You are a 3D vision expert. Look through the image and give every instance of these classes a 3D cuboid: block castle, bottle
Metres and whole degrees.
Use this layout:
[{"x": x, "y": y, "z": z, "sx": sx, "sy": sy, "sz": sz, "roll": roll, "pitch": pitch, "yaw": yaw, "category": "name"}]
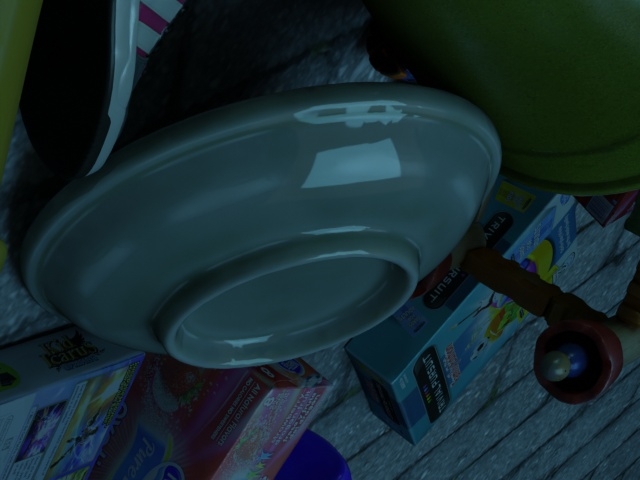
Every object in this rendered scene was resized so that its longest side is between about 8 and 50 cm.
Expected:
[{"x": 0.249, "y": -0.099, "z": 1.859, "sx": 0.213, "sy": 0.303, "sz": 0.453, "roll": -15, "pitch": 132, "yaw": -58, "category": "block castle"}, {"x": -0.027, "y": 0.334, "z": 2.242, "sx": 0.092, "sy": 0.118, "sz": 0.283, "roll": -41, "pitch": 155, "yaw": -28, "category": "bottle"}]

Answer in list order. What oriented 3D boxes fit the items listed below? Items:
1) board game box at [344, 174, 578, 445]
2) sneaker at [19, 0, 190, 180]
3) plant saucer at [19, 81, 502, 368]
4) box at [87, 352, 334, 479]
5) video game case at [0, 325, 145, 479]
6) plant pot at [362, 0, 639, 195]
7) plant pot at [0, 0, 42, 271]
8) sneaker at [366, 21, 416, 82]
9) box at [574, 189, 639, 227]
[{"x": 0.184, "y": 0.074, "z": 2.321, "sx": 0.336, "sy": 0.079, "sz": 0.254, "roll": -48, "pitch": 158, "yaw": -11, "category": "board game box"}, {"x": -0.107, "y": -0.184, "z": 1.294, "sx": 0.178, "sy": 0.124, "sz": 0.295, "roll": -20, "pitch": 141, "yaw": -38, "category": "sneaker"}, {"x": -0.034, "y": 0.015, "z": 1.499, "sx": 0.400, "sy": 0.100, "sz": 0.400, "roll": -15, "pitch": 157, "yaw": -6, "category": "plant saucer"}, {"x": -0.144, "y": 0.215, "z": 1.777, "sx": 0.300, "sy": 0.154, "sz": 0.142, "roll": -56, "pitch": 158, "yaw": 12, "category": "box"}, {"x": -0.291, "y": 0.209, "z": 1.595, "sx": 0.244, "sy": 0.061, "sz": 0.269, "roll": -16, "pitch": 138, "yaw": -55, "category": "video game case"}, {"x": 0.165, "y": -0.259, "z": 1.465, "sx": 0.366, "sy": 0.366, "sz": 0.353, "roll": -55, "pitch": 147, "yaw": 5, "category": "plant pot"}, {"x": -0.262, "y": -0.081, "z": 0.993, "sx": 0.239, "sy": 0.254, "sz": 0.254, "roll": -66, "pitch": 159, "yaw": -6, "category": "plant pot"}, {"x": 0.134, "y": -0.235, "z": 1.741, "sx": 0.221, "sy": 0.083, "sz": 0.087, "roll": -46, "pitch": 153, "yaw": 8, "category": "sneaker"}, {"x": 0.354, "y": -0.150, "z": 2.043, "sx": 0.123, "sy": 0.128, "sz": 0.257, "roll": -29, "pitch": 158, "yaw": -33, "category": "box"}]
